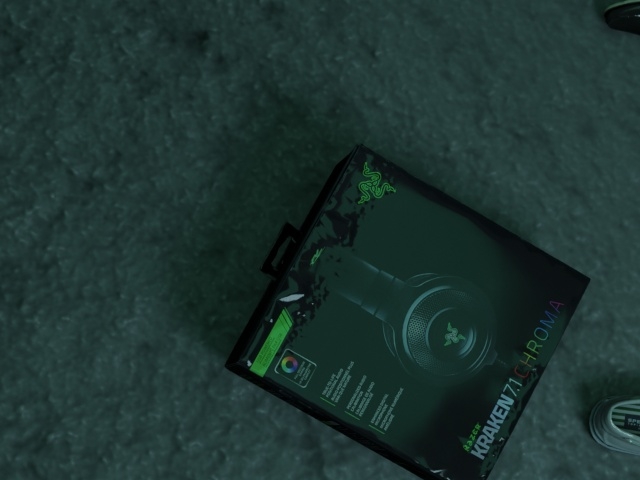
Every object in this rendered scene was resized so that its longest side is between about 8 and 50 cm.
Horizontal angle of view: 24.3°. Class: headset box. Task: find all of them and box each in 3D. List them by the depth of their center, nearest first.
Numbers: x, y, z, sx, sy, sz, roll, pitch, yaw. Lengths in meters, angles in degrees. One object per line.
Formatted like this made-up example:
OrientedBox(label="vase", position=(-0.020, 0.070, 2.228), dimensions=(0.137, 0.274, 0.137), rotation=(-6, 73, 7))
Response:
OrientedBox(label="headset box", position=(0.073, 0.075, 1.456), dimensions=(0.283, 0.131, 0.246), rotation=(31, 80, -5))

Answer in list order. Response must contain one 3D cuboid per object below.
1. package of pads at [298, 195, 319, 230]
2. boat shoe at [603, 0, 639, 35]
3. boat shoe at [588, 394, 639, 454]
OrientedBox(label="package of pads", position=(0.000, 0.000, 1.537), dimensions=(0.050, 0.032, 0.083), rotation=(30, 81, 0))
OrientedBox(label="boat shoe", position=(0.366, -0.228, 1.578), dimensions=(0.133, 0.049, 0.042), rotation=(5, 72, -5))
OrientedBox(label="boat shoe", position=(0.386, 0.193, 1.488), dimensions=(0.226, 0.076, 0.083), rotation=(0, 80, -1))
